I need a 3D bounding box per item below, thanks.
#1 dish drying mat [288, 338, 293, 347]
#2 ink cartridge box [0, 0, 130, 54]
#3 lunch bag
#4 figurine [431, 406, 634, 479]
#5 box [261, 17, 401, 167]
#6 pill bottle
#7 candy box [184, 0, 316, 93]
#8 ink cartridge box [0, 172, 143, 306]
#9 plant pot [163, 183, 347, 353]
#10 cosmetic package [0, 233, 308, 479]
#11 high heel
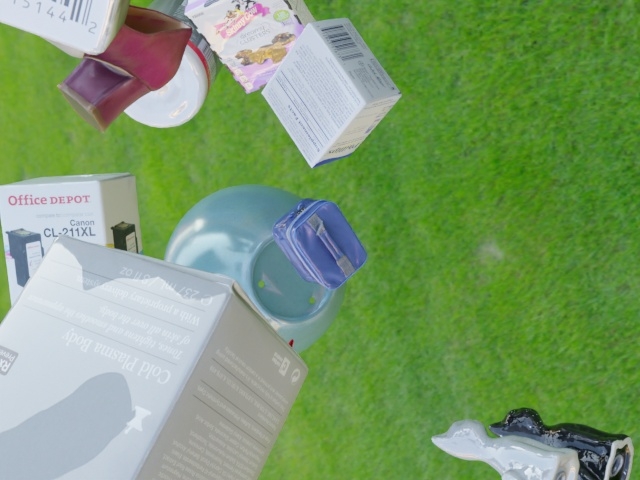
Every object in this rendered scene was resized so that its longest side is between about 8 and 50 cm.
[{"bbox_3d":[-0.045,0.160,1.098,0.083,0.008,0.032,103,-179,-61],"label":"dish drying mat"},{"bbox_3d":[-0.201,-0.254,0.354,0.066,0.296,0.261,-88,20,-58],"label":"ink cartridge box"},{"bbox_3d":[0.000,0.000,0.879,0.098,0.067,0.065,55,160,-24],"label":"lunch bag"},{"bbox_3d":[0.293,0.298,1.170,0.209,0.214,0.092,15,100,50],"label":"figurine"},{"bbox_3d":[0.011,-0.183,1.028,0.126,0.072,0.137,57,138,12],"label":"box"},{"bbox_3d":[-0.266,-0.357,1.531,0.318,0.176,0.176,-79,9,-54],"label":"pill bottle"},{"bbox_3d":[-0.105,-0.362,1.387,0.164,0.196,0.070,-17,48,22],"label":"candy box"},{"bbox_3d":[-0.258,0.021,0.864,0.127,0.072,0.175,-2,99,19],"label":"ink cartridge box"},{"bbox_3d":[-0.074,0.053,1.241,0.195,0.290,0.290,177,83,-67],"label":"plant pot"},{"bbox_3d":[-0.119,0.129,0.387,0.127,0.238,0.107,12,153,30],"label":"cosmetic package"},{"bbox_3d":[-0.224,-0.262,0.866,0.127,0.181,0.377,39,165,4],"label":"high heel"}]
